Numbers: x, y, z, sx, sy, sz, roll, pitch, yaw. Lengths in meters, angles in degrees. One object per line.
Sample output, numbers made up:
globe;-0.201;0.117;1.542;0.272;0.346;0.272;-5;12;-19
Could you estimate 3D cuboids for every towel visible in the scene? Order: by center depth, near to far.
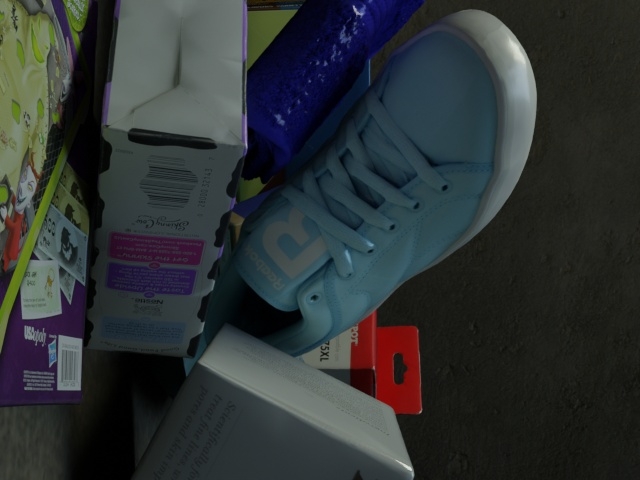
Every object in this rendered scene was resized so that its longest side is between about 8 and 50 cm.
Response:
towel;0.037;-0.175;0.773;0.308;0.076;0.227;-51;-172;-6

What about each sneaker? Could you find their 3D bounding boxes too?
sneaker;0.020;-0.008;0.758;0.150;0.135;0.366;-31;161;-42

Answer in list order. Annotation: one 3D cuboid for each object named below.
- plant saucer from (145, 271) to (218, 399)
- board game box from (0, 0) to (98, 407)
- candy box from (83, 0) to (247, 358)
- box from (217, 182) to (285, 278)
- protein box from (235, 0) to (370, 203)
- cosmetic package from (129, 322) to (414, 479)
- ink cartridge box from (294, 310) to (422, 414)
plant saucer;-0.115;-0.007;0.892;0.317;0.043;0.318;-1;90;-87
board game box;-0.142;-0.048;0.343;0.347;0.056;0.208;73;21;-80
candy box;-0.090;-0.053;0.588;0.196;0.070;0.165;110;-18;-50
box;0.000;0.000;0.980;0.225;0.036;0.136;-27;128;-36
protein box;-0.036;-0.155;1.092;0.201;0.136;0.200;-128;-145;-70
cosmetic package;-0.042;0.164;0.699;0.151;0.151;0.184;-62;-179;2
ink cartridge box;-0.011;0.109;1.064;0.134;0.231;0.078;-87;176;-50
